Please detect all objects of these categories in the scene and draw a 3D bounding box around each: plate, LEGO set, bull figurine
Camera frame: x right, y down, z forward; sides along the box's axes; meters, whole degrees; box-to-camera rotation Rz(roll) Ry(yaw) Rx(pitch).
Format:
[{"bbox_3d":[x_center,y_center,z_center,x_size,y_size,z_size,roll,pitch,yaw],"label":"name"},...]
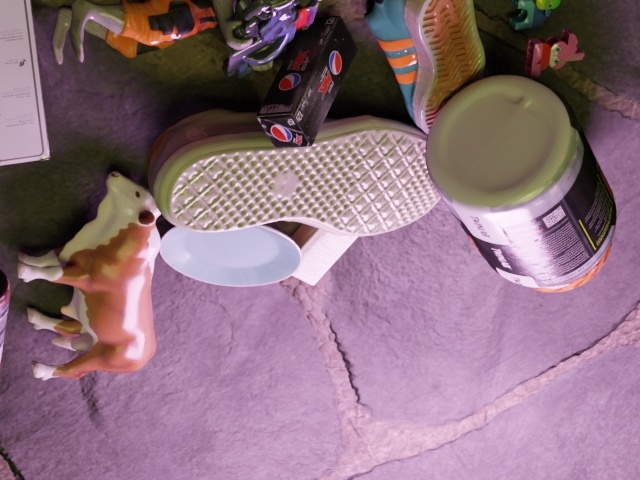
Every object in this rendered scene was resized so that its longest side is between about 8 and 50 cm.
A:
[{"bbox_3d":[-0.116,0.009,2.072,0.188,0.024,0.188,4,153,2],"label":"plate"},{"bbox_3d":[0.293,-0.322,1.934,0.093,0.087,0.227,-8,123,-16],"label":"LEGO set"},{"bbox_3d":[-0.289,0.056,2.044,0.189,0.101,0.310,-6,127,-8],"label":"bull figurine"}]

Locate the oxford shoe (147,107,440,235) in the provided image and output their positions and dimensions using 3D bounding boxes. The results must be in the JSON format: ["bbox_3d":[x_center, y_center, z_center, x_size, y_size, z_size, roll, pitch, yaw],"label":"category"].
[{"bbox_3d":[-0.025,-0.094,1.997,0.449,0.130,0.169,-3,118,-35],"label":"oxford shoe"}]

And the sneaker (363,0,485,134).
[{"bbox_3d":[0.122,-0.252,1.934,0.108,0.121,0.302,-37,152,-15],"label":"sneaker"}]

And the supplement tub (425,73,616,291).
[{"bbox_3d":[0.267,-0.060,2.033,0.194,0.193,0.316,-30,147,7],"label":"supplement tub"}]

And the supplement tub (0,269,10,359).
[{"bbox_3d":[-0.460,0.127,2.041,0.106,0.106,0.197,2,127,-19],"label":"supplement tub"}]

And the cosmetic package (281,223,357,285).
[{"bbox_3d":[0.000,0.000,2.127,0.060,0.041,0.115,29,115,-33],"label":"cosmetic package"}]

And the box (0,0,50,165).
[{"bbox_3d":[-0.405,-0.219,1.790,0.169,0.087,0.290,-9,130,-10],"label":"box"}]

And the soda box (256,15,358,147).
[{"bbox_3d":[-0.015,-0.189,1.888,0.053,0.169,0.060,1,140,32],"label":"soda box"}]

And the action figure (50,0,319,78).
[{"bbox_3d":[-0.126,-0.279,1.752,0.330,0.178,0.341,-15,176,-15],"label":"action figure"}]
